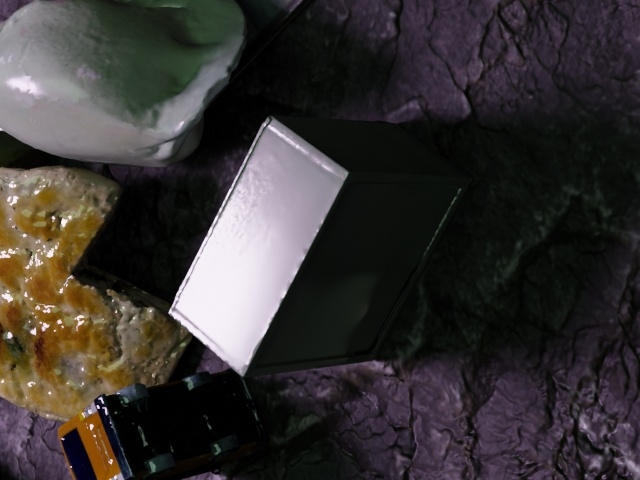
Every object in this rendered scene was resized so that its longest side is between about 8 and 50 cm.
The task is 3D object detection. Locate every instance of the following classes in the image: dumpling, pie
[{"bbox_3d":[-0.234,-0.174,1.741,0.321,0.270,0.211,19,127,9],"label":"dumpling"},{"bbox_3d":[-0.308,0.065,1.810,0.338,0.075,0.337,7,115,16],"label":"pie"}]

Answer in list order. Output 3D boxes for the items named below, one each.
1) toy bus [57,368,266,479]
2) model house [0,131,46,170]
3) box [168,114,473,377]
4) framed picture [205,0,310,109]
[{"bbox_3d":[-0.165,0.206,1.708,0.114,0.201,0.098,-35,72,38],"label":"toy bus"},{"bbox_3d":[-0.440,-0.083,1.917,0.214,0.195,0.189,-31,96,27],"label":"model house"},{"bbox_3d":[0.000,0.000,1.571,0.117,0.225,0.225,38,111,28],"label":"box"},{"bbox_3d":[-0.112,-0.322,1.769,0.347,0.016,0.265,-42,69,28],"label":"framed picture"}]
